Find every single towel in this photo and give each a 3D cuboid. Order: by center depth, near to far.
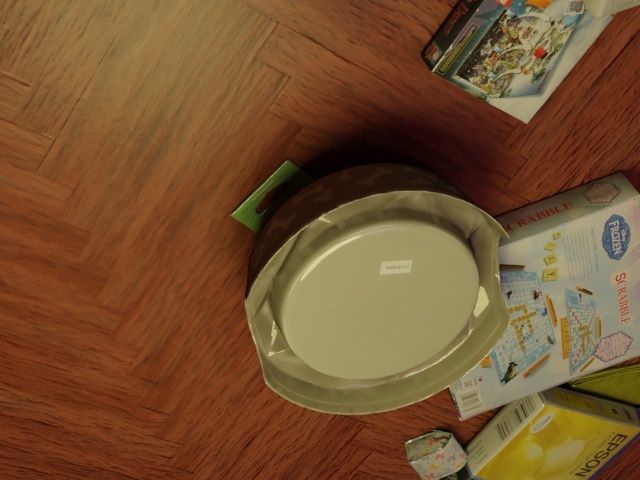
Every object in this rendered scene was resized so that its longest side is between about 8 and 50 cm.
[{"bbox_3d":[0.520,0.244,1.608,0.237,0.021,0.102,-10,128,-8],"label":"towel"}]

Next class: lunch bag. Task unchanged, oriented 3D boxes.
[{"bbox_3d":[0.190,0.347,1.576,0.083,0.053,0.071,-25,128,17],"label":"lunch bag"}]

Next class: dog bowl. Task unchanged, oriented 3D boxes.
[{"bbox_3d":[0.067,0.058,1.200,0.348,0.102,0.349,-8,128,-11],"label":"dog bowl"}]

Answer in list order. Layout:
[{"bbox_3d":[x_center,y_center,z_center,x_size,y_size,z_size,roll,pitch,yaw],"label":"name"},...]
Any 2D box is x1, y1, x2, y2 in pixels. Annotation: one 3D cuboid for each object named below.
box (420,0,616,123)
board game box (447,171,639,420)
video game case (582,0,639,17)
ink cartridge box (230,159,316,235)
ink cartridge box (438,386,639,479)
[{"bbox_3d":[0.247,-0.264,1.118,0.159,0.044,0.233,22,118,-29],"label":"box"},{"bbox_3d":[0.311,0.090,1.399,0.318,0.066,0.319,-20,129,0],"label":"board game box"},{"bbox_3d":[0.432,-0.397,0.978,0.300,0.036,0.329,-20,147,-16],"label":"video game case"},{"bbox_3d":[0.000,0.000,1.244,0.109,0.062,0.209,-42,126,18],"label":"ink cartridge box"},{"bbox_3d":[0.387,0.377,1.637,0.307,0.072,0.304,19,124,-25],"label":"ink cartridge box"}]
